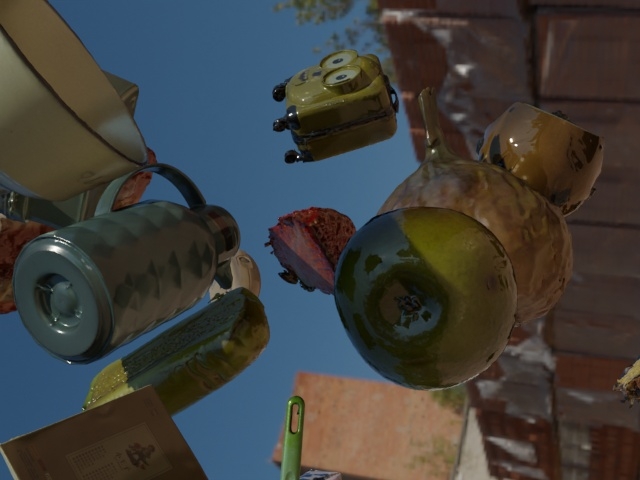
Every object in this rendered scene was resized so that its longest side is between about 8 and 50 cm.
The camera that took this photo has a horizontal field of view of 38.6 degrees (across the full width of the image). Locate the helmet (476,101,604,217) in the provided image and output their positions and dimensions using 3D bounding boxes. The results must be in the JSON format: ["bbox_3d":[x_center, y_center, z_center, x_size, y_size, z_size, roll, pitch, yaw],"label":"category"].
[{"bbox_3d":[0.326,-0.098,1.418,0.130,0.198,0.224,-58,-9,-32],"label":"helmet"}]

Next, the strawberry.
[{"bbox_3d":[0.006,0.004,1.520,0.106,0.175,0.236,-53,5,-24],"label":"strawberry"}]

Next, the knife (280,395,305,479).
[{"bbox_3d":[-0.048,0.304,1.170,0.015,0.054,0.212,87,-171,-74],"label":"knife"}]

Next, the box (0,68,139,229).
[{"bbox_3d":[-0.318,-0.119,1.138,0.148,0.129,0.210,-65,-3,-57],"label":"box"}]

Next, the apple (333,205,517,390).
[{"bbox_3d":[0.107,0.057,0.944,0.157,0.197,0.196,-6,-80,-71],"label":"apple"}]

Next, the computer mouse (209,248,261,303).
[{"bbox_3d":[-0.190,0.111,2.065,0.145,0.082,0.236,-65,21,17],"label":"computer mouse"}]

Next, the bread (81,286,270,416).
[{"bbox_3d":[-0.240,0.221,1.547,0.112,0.384,0.166,49,-159,-23],"label":"bread"}]

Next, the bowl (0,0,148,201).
[{"bbox_3d":[-0.271,-0.126,0.806,0.237,0.126,0.238,52,-175,-6],"label":"bowl"}]

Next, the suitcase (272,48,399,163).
[{"bbox_3d":[0.027,-0.261,1.740,0.194,0.235,0.143,-94,-14,-58],"label":"suitcase"}]

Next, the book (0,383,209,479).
[{"bbox_3d":[-0.222,0.239,0.963,0.199,0.138,0.016,-15,-24,-48],"label":"book"}]

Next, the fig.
[{"bbox_3d":[0.196,-0.051,1.282,0.286,0.286,0.368,45,-140,-67],"label":"fig"}]

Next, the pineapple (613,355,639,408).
[{"bbox_3d":[0.730,0.304,1.707,0.262,0.271,0.262,-38,-9,-7],"label":"pineapple"}]

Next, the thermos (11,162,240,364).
[{"bbox_3d":[-0.207,0.013,1.050,0.286,0.145,0.182,-32,-76,-56],"label":"thermos"}]

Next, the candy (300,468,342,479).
[{"bbox_3d":[-0.004,0.462,1.503,0.092,0.073,0.160,-23,-70,-64],"label":"candy"}]

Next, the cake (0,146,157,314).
[{"bbox_3d":[-0.466,-0.073,1.465,0.269,0.270,0.319,-10,-48,-50],"label":"cake"}]
